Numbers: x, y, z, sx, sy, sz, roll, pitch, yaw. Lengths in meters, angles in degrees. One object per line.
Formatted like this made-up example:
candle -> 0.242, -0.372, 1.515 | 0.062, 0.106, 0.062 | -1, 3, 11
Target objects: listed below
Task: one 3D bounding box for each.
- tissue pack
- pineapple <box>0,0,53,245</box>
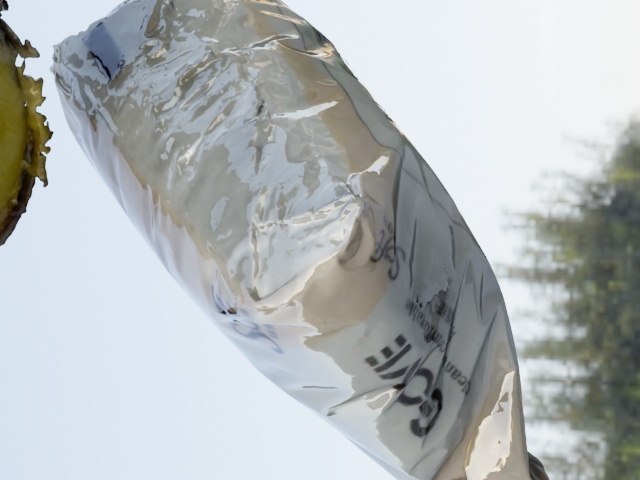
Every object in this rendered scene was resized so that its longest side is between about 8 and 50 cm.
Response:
tissue pack -> 0.000, 0.000, 1.037 | 0.390, 0.195, 0.375 | 51, -179, 44
pineapple -> -0.277, -0.091, 0.922 | 0.158, 0.161, 0.334 | -19, -64, -52
